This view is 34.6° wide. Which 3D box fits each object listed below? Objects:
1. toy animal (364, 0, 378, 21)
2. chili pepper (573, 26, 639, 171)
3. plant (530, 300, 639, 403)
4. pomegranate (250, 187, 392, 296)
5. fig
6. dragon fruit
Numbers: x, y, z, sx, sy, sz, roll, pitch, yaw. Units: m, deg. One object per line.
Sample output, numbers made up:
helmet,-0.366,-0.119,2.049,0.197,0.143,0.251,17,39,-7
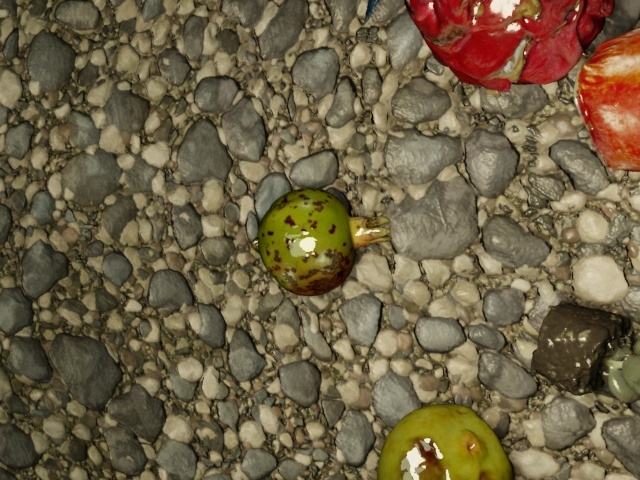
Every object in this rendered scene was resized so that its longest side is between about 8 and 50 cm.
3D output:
toy animal,0.146,-0.482,1.749,0.239,0.255,0.176,15,76,-15
chili pepper,0.570,-0.210,1.542,0.305,0.229,0.251,2,137,40
plant,0.487,0.195,1.658,0.275,0.149,0.146,14,119,29
pomegranate,0.003,-0.003,1.886,0.198,0.246,0.198,44,141,51
fig,0.206,0.418,1.796,0.239,0.239,0.271,50,136,14
dragon fruit,0.286,-0.385,1.587,0.329,0.329,0.329,4,99,28
